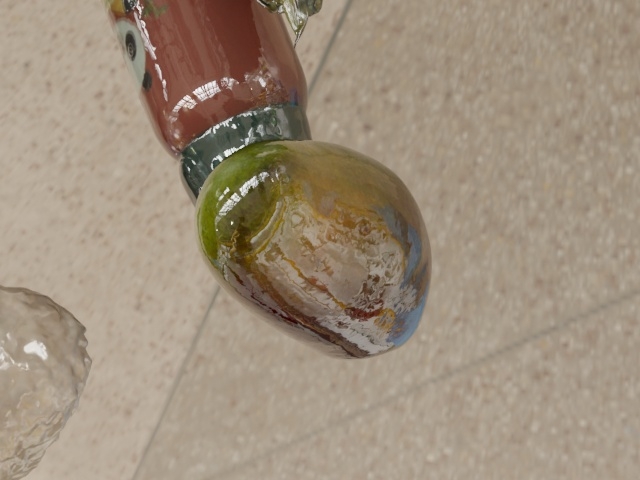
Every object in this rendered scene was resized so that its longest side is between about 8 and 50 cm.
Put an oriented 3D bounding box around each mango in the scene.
[{"bbox_3d":[0.000,0.000,1.089,0.133,0.111,0.267,-37,148,7],"label":"mango"}]

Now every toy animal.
[{"bbox_3d":[-0.352,0.098,1.126,0.358,0.188,0.226,21,120,0],"label":"toy animal"}]

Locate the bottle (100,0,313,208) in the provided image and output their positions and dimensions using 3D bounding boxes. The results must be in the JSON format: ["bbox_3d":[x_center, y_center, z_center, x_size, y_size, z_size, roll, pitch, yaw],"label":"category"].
[{"bbox_3d":[-0.094,-0.166,1.343,0.144,0.144,0.336,-29,75,23],"label":"bottle"}]

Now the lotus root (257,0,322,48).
[{"bbox_3d":[-0.009,-0.265,1.210,0.154,0.278,0.154,10,139,9],"label":"lotus root"}]
